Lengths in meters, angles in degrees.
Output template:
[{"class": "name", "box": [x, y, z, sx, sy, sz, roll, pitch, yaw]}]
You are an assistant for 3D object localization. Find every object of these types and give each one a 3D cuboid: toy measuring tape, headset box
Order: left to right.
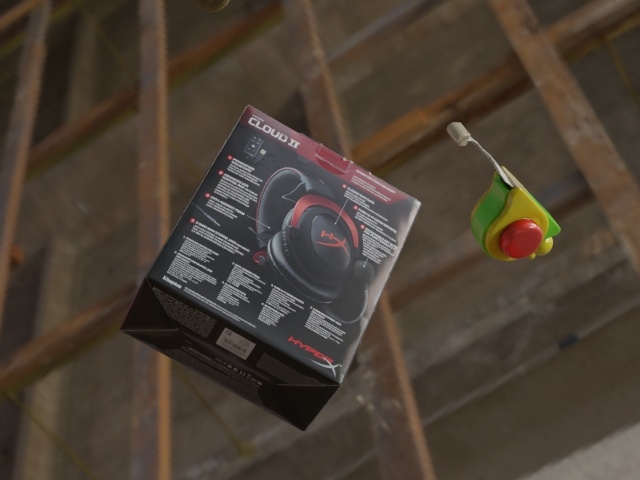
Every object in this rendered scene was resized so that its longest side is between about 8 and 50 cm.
[{"class": "headset box", "box": [-0.040, 0.013, 1.512, 0.110, 0.218, 0.293, -56, -174, 50]}, {"class": "toy measuring tape", "box": [0.259, -0.055, 2.258, 0.121, 0.330, 0.121, -22, -130, 28]}]

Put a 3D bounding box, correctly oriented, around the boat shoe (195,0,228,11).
[{"class": "boat shoe", "box": [-0.125, -0.290, 1.463, 0.050, 0.135, 0.045, -24, 179, 6]}]
